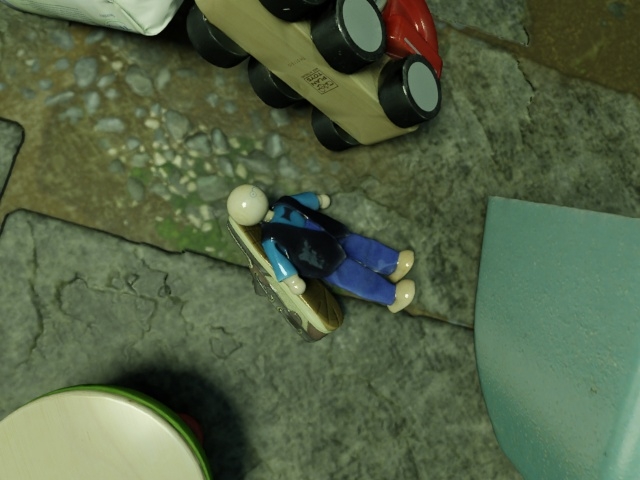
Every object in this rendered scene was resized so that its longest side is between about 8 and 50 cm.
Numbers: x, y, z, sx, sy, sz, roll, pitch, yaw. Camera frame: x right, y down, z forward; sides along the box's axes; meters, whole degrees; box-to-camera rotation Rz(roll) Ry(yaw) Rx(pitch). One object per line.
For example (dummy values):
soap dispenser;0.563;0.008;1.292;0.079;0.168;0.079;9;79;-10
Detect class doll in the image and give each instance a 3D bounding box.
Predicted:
doll;0.000;0.000;0.415;0.189;0.046;0.129;24;46;-16

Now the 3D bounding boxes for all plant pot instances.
plant pot;0.275;0.114;0.370;0.247;0.247;0.252;10;99;-6

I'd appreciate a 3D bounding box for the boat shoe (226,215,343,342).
boat shoe;-0.044;0.035;0.422;0.152;0.056;0.049;50;116;11

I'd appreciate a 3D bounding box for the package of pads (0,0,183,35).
package of pads;-0.167;-0.329;0.378;0.229;0.101;0.297;22;81;28

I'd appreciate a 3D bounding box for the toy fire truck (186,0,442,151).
toy fire truck;0.009;-0.237;0.416;0.217;0.158;0.246;28;67;-36

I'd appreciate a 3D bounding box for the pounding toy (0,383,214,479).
pounding toy;-0.176;0.221;0.365;0.182;0.110;0.237;17;92;0
